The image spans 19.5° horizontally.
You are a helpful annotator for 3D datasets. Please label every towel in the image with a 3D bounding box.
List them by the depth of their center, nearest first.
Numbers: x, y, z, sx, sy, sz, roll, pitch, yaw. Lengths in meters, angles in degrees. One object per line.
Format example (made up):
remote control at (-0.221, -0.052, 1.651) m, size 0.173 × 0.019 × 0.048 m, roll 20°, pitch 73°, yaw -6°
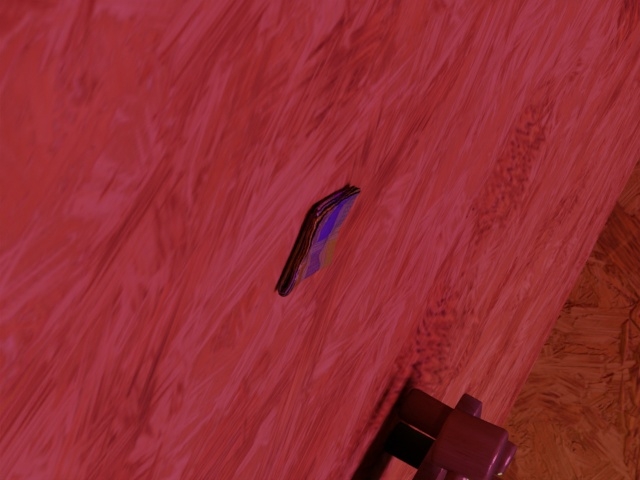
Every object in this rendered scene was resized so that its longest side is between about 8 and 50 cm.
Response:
towel at (0.000, 0.000, 1.117) m, size 0.060 × 0.009 × 0.083 m, roll -67°, pitch 168°, yaw 19°

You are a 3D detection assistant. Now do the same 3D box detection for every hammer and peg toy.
hammer and peg toy at (0.087, 0.284, 1.888) m, size 0.266 × 0.127 × 0.361 m, roll -58°, pitch 167°, yaw -14°
